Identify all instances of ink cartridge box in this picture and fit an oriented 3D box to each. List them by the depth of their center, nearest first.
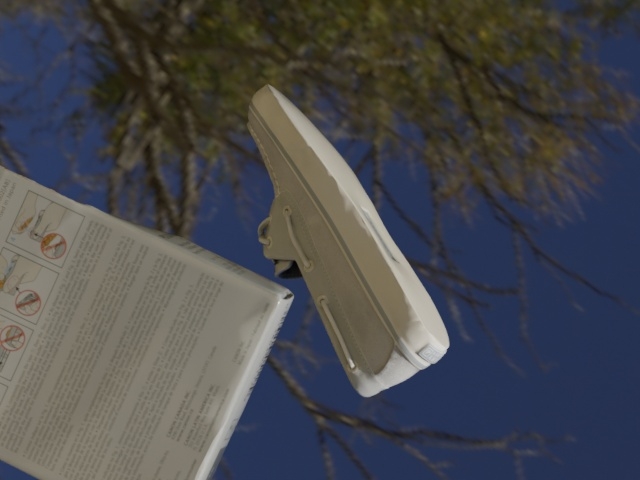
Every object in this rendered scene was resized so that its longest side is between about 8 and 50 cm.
[{"bbox_3d":[-0.161,0.073,1.175,0.232,0.066,0.189,25,-87,9],"label":"ink cartridge box"}]

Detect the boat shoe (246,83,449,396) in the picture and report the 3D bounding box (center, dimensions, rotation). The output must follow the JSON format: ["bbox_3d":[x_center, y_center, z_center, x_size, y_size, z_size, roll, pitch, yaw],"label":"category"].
[{"bbox_3d":[0.000,0.000,0.905,0.063,0.066,0.184,-36,-108,12],"label":"boat shoe"}]
